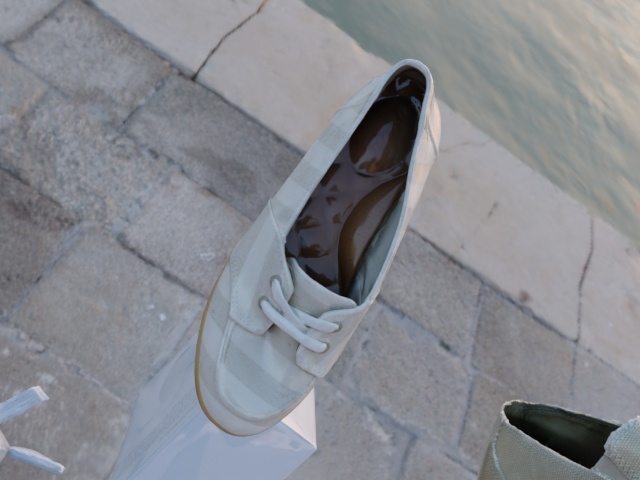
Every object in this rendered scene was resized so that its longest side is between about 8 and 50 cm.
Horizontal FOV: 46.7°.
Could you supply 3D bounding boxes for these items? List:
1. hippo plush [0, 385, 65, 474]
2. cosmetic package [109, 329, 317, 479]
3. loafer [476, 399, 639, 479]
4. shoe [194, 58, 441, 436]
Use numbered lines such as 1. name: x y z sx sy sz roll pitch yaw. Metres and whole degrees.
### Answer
1. hippo plush: -0.560 0.256 1.004 0.294 0.236 0.234 -12 87 -49
2. cosmetic package: -0.127 0.220 0.908 0.138 0.224 0.224 40 16 -15
3. loafer: 0.193 0.133 0.391 0.102 0.268 0.092 -11 91 -48
4. shoe: 0.000 0.000 0.386 0.076 0.058 0.219 29 80 -4
